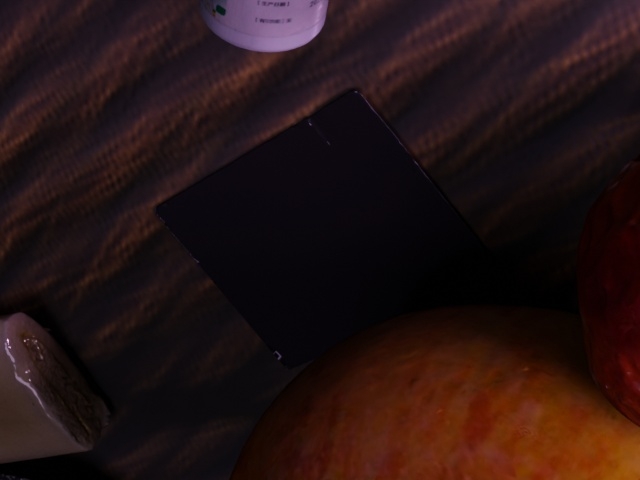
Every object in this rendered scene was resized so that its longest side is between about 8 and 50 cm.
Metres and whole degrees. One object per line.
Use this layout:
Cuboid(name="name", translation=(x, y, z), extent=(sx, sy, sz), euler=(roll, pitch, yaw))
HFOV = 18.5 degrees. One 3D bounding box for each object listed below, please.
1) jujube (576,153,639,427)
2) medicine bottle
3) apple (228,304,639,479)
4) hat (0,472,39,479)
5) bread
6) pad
Cuboid(name="jujube", translation=(0.268, 0.022, 1.064), extent=(0.255, 0.190, 0.190), euler=(-2, 125, 17))
Cuboid(name="medicine bottle", translation=(-0.029, -0.185, 1.178), extent=(0.080, 0.080, 0.130), euler=(26, 137, 17))
Cuboid(name="apple", translation=(0.116, 0.247, 1.232), extent=(0.400, 0.333, 0.400), euler=(14, 128, 18))
Cuboid(name="hat", translation=(-0.244, 0.321, 1.715), extent=(0.265, 0.128, 0.265), euler=(21, 141, 18))
Cuboid(name="bread", translation=(-0.272, 0.125, 1.640), extent=(0.178, 0.060, 0.139), euler=(-10, 119, 41))
Cuboid(name="pad", translation=(0.000, 0.000, 1.372), extent=(0.164, 0.004, 0.243), euler=(51, 138, -12))
